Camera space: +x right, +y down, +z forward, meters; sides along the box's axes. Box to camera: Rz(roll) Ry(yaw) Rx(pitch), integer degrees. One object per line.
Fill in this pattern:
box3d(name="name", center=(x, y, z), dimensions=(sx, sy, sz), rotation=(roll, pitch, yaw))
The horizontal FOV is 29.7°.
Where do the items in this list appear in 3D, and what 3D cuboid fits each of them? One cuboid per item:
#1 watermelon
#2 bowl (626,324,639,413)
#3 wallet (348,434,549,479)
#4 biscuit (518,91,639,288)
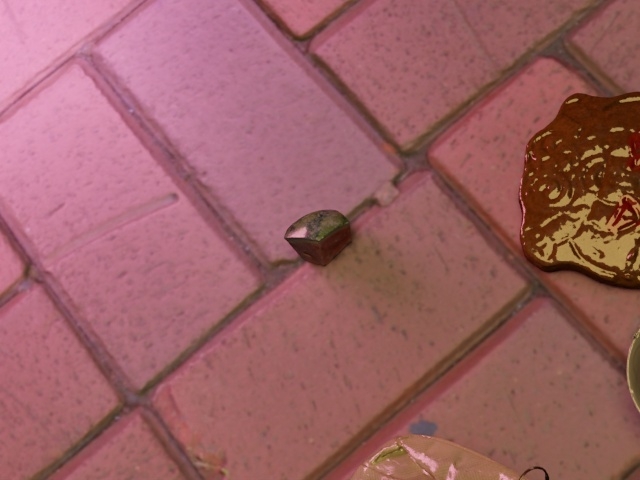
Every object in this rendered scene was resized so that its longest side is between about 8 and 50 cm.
box3d(name="watermelon", center=(0.003, -0.005, 1.628), dimensions=(0.084, 0.092, 0.072), rotation=(-36, 105, 6))
box3d(name="bowl", center=(0.466, 0.162, 1.446), dimensions=(0.189, 0.086, 0.189), rotation=(-6, 72, 18))
box3d(name="wallet", center=(0.094, 0.364, 1.411), dimensions=(0.335, 0.068, 0.275), rotation=(-53, 35, -9))
box3d(name="biscuit", center=(0.390, -0.075, 1.581), dimensions=(0.257, 0.049, 0.273), rotation=(11, 71, 17))
